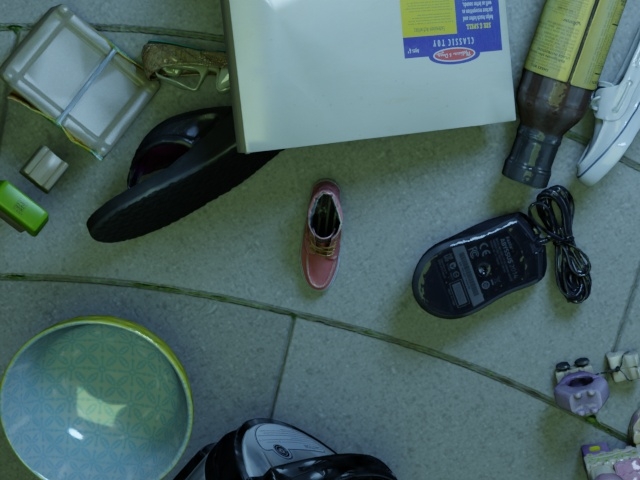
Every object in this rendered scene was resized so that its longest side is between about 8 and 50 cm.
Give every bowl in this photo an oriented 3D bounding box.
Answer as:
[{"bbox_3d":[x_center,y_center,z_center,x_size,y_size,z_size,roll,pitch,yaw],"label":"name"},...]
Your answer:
[{"bbox_3d":[-0.330,0.233,1.846,0.290,0.156,0.289,1,105,2],"label":"bowl"}]

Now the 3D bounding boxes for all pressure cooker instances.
[{"bbox_3d":[-0.065,0.475,1.790,0.375,0.370,0.420,37,107,-11],"label":"pressure cooker"}]

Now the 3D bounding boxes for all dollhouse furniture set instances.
[{"bbox_3d":[-0.412,-0.176,1.788,0.197,0.151,0.301,40,74,-14],"label":"dollhouse furniture set"}]

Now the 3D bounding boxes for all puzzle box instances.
[{"bbox_3d":[0.070,-0.275,1.656,0.409,0.052,0.272,-8,96,-18],"label":"puzzle box"}]

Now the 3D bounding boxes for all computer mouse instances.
[{"bbox_3d":[0.263,0.036,1.818,0.272,0.072,0.188,-17,102,-6],"label":"computer mouse"}]

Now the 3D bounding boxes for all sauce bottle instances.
[{"bbox_3d":[0.344,-0.245,1.714,0.111,0.111,0.344,18,105,-2],"label":"sauce bottle"}]

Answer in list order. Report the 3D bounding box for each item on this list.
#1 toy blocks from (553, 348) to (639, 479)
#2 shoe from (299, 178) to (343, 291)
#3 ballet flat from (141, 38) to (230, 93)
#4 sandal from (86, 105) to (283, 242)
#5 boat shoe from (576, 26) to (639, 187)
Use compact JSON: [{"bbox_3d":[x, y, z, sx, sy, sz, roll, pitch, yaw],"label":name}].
[{"bbox_3d":[0.527,0.337,1.782,0.289,0.260,0.308,-14,104,7],"label":"toy blocks"},{"bbox_3d":[0.000,0.000,1.808,0.064,0.081,0.177,6,105,1],"label":"shoe"},{"bbox_3d":[-0.161,-0.247,1.753,0.206,0.073,0.067,6,81,9],"label":"ballet flat"},{"bbox_3d":[-0.156,-0.145,1.759,0.446,0.167,0.107,-34,73,2],"label":"sandal"},{"bbox_3d":[0.431,-0.202,1.740,0.084,0.095,0.258,31,93,-1],"label":"boat shoe"}]
